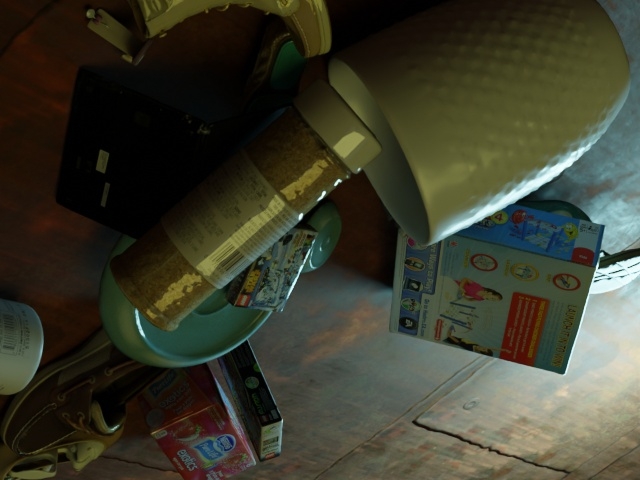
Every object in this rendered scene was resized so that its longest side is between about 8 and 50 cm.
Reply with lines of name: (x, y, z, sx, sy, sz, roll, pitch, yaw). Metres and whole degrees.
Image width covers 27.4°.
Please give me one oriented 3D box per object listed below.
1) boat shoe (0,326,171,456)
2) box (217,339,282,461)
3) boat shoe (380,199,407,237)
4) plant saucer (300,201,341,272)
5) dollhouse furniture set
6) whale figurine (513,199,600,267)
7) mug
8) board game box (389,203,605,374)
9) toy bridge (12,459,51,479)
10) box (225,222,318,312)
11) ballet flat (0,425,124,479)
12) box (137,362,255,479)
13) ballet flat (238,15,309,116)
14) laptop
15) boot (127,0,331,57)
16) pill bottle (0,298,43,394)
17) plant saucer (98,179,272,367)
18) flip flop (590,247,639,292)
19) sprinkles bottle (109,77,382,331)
boat shoe: (-0.352, 0.244, 2.013, 0.342, 0.123, 0.123, -37, 145, 14)
box: (-0.114, 0.236, 2.088, 0.036, 0.207, 0.114, -16, 144, -16)
boat shoe: (0.235, -0.120, 1.948, 0.335, 0.095, 0.112, -28, 174, -18)
plant saucer: (0.000, 0.000, 1.964, 0.119, 0.021, 0.119, -49, 157, -30)
dollhouse furniture set: (-0.216, -0.272, 1.529, 0.081, 0.091, 0.114, 36, 91, -10)
whale figurine: (0.329, -0.016, 2.147, 0.272, 0.141, 0.216, 24, 142, -22)
mug: (0.212, -0.180, 1.744, 0.328, 0.276, 0.374, -27, 177, -8)
board game box: (0.270, 0.065, 2.080, 0.302, 0.086, 0.308, 14, 144, 9)
toy bridge: (-0.534, 0.382, 2.163, 0.188, 0.026, 0.063, -1, 140, -33)
box: (-0.070, 0.035, 1.883, 0.094, 0.027, 0.137, 10, 111, -44)
ballet flat: (-0.427, 0.352, 2.152, 0.232, 0.073, 0.080, -9, 142, -25)
box: (-0.209, 0.297, 2.176, 0.123, 0.128, 0.257, -25, 145, -3)
ballet flat: (-0.060, -0.205, 1.668, 0.073, 0.067, 0.206, 4, 139, -26)
laptop: (-0.180, -0.112, 1.686, 0.264, 0.136, 0.234, 23, 133, 3)
boot: (-0.109, -0.275, 1.475, 0.203, 0.095, 0.262, -33, 135, -7)
pill bottle: (-0.500, 0.130, 1.759, 0.229, 0.131, 0.131, 17, 126, -46)
plant saucer: (-0.163, 0.056, 1.875, 0.318, 0.044, 0.317, -20, 128, -27)
flip flop: (0.450, 0.047, 2.343, 0.277, 0.080, 0.112, -12, 151, 4)
sprinkles bottle: (-0.093, -0.042, 1.614, 0.355, 0.121, 0.121, -41, 144, 4)
